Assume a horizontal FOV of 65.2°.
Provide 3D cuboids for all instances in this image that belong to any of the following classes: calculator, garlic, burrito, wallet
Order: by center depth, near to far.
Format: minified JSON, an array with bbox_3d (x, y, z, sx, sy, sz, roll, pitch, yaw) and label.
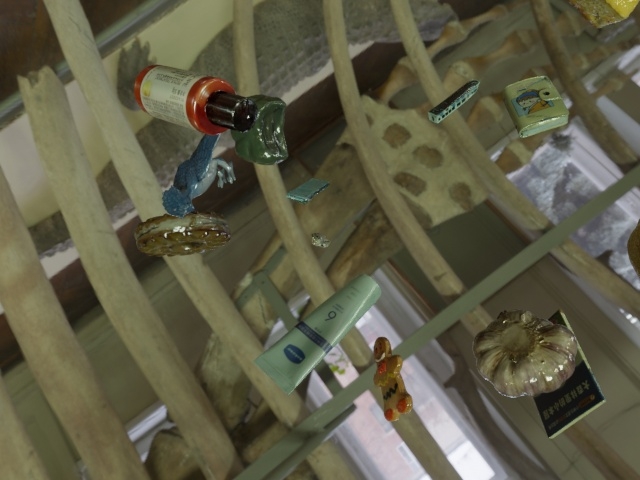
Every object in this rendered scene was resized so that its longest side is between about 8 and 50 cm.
[{"bbox_3d":[0.478,-0.305,1.121,0.110,0.155,0.039,-16,139,16],"label":"wallet"},{"bbox_3d":[-0.027,-0.123,1.218,0.172,0.057,0.018,-48,153,-62],"label":"calculator"},{"bbox_3d":[0.515,0.291,1.257,0.245,0.245,0.160,-37,121,-4],"label":"garlic"},{"bbox_3d":[-0.001,0.001,2.021,0.045,0.058,0.188,-41,165,8],"label":"burrito"}]

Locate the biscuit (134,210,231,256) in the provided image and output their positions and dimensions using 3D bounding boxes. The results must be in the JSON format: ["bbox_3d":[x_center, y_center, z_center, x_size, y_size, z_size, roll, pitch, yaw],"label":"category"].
[{"bbox_3d":[-0.473,-0.019,1.734,0.332,0.103,0.332,-10,170,-2],"label":"biscuit"}]

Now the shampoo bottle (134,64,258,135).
[{"bbox_3d":[-0.229,-0.258,0.935,0.104,0.278,0.104,-30,132,-41],"label":"shampoo bottle"}]

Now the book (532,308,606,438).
[{"bbox_3d":[0.712,0.397,1.517,0.018,0.322,0.228,16,129,-15],"label":"book"}]

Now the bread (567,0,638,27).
[{"bbox_3d":[0.557,-0.602,1.036,0.184,0.275,0.114,-58,-160,2],"label":"bread"}]

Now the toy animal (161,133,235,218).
[{"bbox_3d":[-0.289,-0.171,1.186,0.176,0.255,0.239,4,159,-41],"label":"toy animal"}]

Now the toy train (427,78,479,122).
[{"bbox_3d":[0.444,-0.462,1.651,0.207,0.043,0.047,-39,136,-11],"label":"toy train"}]

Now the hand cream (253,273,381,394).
[{"bbox_3d":[0.010,0.189,1.086,0.321,0.109,0.067,-40,146,-24],"label":"hand cream"}]

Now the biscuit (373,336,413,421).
[{"bbox_3d":[0.199,0.404,1.492,0.036,0.249,0.165,5,142,-22],"label":"biscuit"}]

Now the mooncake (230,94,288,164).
[{"bbox_3d":[-0.144,-0.270,1.237,0.169,0.175,0.104,-27,-179,38],"label":"mooncake"}]

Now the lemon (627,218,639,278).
[{"bbox_3d":[0.856,0.039,1.195,0.204,0.260,0.204,-17,148,-10],"label":"lemon"}]
